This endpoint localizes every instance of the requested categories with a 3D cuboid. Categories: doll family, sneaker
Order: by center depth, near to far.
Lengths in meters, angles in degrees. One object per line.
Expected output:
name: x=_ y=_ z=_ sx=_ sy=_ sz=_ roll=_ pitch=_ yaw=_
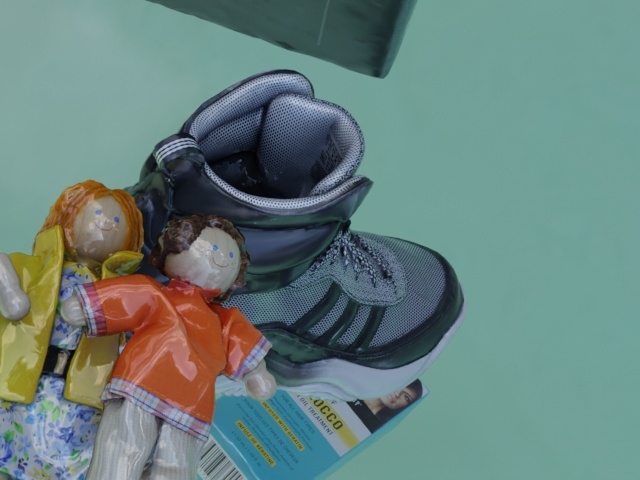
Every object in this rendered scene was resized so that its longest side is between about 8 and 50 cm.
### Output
doll family: x=-0.148 y=0.020 z=0.748 sx=0.263 sy=0.118 sz=0.163 roll=24 pitch=62 yaw=-25
sneaker: x=0.000 y=0.000 z=0.937 sx=0.269 sy=0.153 sz=0.101 roll=0 pitch=47 yaw=-42

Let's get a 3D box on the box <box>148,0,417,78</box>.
box: x=-0.112 y=-0.360 z=1.079 sx=0.472 sy=0.480 sz=0.297 roll=21 pitch=76 yaw=0

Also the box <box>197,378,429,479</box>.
box: x=-0.013 y=0.150 z=1.576 sx=0.100 sy=0.060 sz=0.244 roll=49 pitch=37 yaw=8
